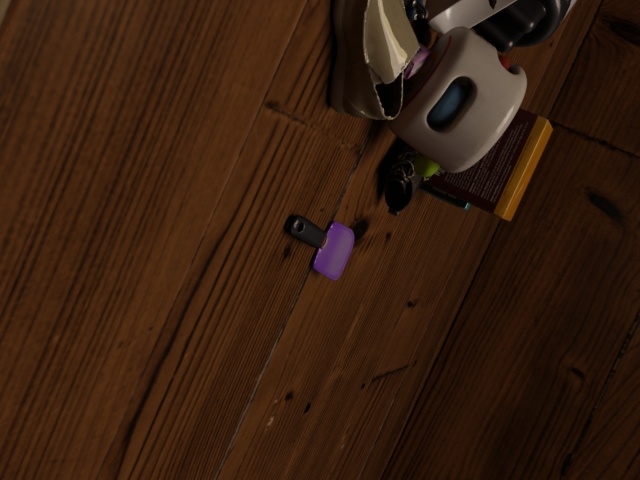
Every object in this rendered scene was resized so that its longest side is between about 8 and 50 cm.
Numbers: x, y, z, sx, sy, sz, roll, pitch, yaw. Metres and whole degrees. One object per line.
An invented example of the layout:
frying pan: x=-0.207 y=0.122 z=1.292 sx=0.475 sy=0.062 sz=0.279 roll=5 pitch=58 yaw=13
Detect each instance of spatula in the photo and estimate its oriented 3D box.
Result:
spatula: x=0.000 y=0.000 z=1.616 sx=0.084 sy=0.030 sz=0.296 roll=-65 pitch=165 yaw=-3

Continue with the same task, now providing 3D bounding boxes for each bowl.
bowl: x=0.220 y=-0.362 z=1.649 sx=0.142 sy=0.053 sz=0.142 roll=-30 pitch=168 yaw=20

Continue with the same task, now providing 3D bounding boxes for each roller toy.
roller toy: x=0.196 y=-0.213 z=1.658 sx=0.209 sy=0.146 sz=0.191 roll=-62 pitch=-167 yaw=-28

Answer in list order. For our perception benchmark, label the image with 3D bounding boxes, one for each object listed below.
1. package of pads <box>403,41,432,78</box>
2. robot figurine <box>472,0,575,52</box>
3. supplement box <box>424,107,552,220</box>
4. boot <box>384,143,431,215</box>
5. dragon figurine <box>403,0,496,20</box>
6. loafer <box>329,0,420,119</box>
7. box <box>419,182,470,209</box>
package of pads: x=0.119 y=-0.257 z=1.569 sx=0.083 sy=0.050 sz=0.032 roll=-42 pitch=160 yaw=-57
robot figurine: x=0.340 y=-0.423 z=1.817 sx=0.278 sy=0.209 sz=0.173 roll=-54 pitch=135 yaw=-36
supplement box: x=0.290 y=-0.163 z=2.039 sx=0.191 sy=0.194 sz=0.129 roll=-66 pitch=165 yaw=5
boot: x=0.182 y=-0.178 z=1.844 sx=0.229 sy=0.091 sz=0.263 roll=-56 pitch=164 yaw=-28
dragon figurine: x=0.167 y=-0.373 z=1.474 sx=0.289 sy=0.144 sz=0.085 roll=-78 pitch=179 yaw=-51
loafer: x=0.072 y=-0.245 z=1.338 sx=0.102 sy=0.092 sz=0.268 roll=-56 pitch=163 yaw=-30
box: x=0.291 y=-0.188 z=2.189 sx=0.244 sy=0.100 sz=0.060 roll=-65 pitch=166 yaw=4
